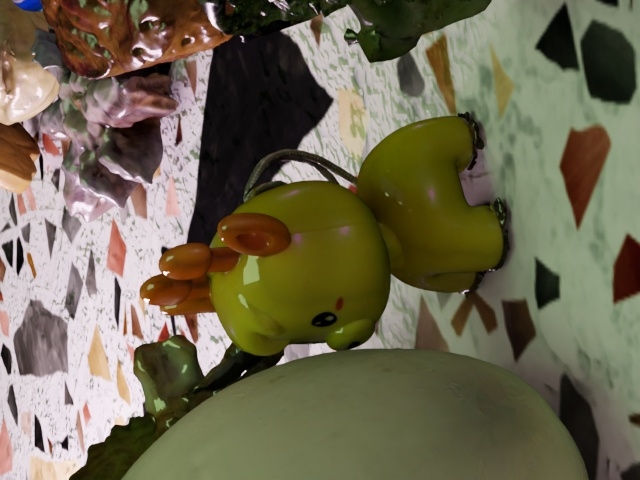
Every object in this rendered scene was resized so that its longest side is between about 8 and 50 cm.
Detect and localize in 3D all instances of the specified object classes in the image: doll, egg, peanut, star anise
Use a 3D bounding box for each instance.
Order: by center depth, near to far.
[{"bbox_3d":[0.025,0.153,1.006,0.264,0.286,0.174,57,140,36],"label":"egg"},{"bbox_3d":[0.000,0.000,1.086,0.143,0.221,0.135,-47,59,62],"label":"doll"},{"bbox_3d":[-0.187,-0.123,1.578,0.236,0.093,0.229,-164,68,-64],"label":"star anise"},{"bbox_3d":[-0.346,-0.216,1.833,0.313,0.149,0.149,54,142,45],"label":"peanut"}]

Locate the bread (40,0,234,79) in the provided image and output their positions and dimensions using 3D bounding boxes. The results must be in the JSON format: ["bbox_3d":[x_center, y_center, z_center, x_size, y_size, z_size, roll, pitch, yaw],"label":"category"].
[{"bbox_3d":[-0.144,-0.244,1.404,0.246,0.135,0.232,48,138,50],"label":"bread"}]

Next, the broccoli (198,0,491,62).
[{"bbox_3d":[0.049,-0.224,0.900,0.283,0.304,0.321,78,-167,-57],"label":"broccoli"}]

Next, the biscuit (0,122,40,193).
[{"bbox_3d":[-0.358,-0.128,1.886,0.040,0.144,0.236,-57,41,17],"label":"biscuit"}]

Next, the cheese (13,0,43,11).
[{"bbox_3d":[-0.245,-0.367,1.578,0.217,0.129,0.329,174,93,-67],"label":"cheese"}]

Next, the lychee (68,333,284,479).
[{"bbox_3d":[-0.066,0.225,1.247,0.270,0.270,0.320,59,-178,39],"label":"lychee"}]
